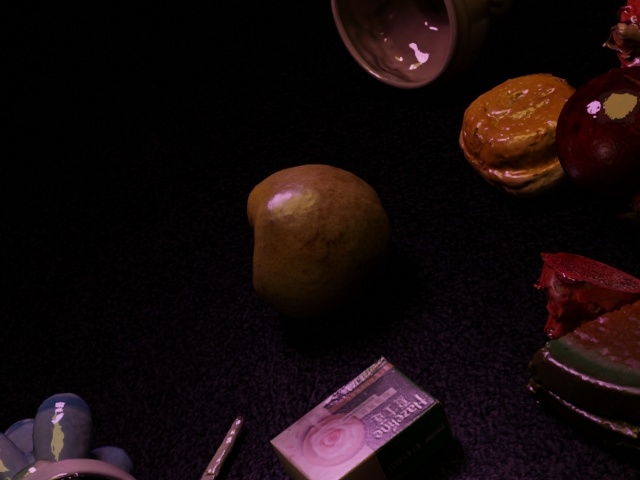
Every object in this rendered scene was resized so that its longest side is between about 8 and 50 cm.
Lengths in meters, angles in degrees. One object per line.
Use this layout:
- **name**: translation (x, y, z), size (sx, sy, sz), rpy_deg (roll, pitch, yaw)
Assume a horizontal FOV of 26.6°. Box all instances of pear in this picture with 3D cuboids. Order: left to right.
- **pear**: translation (0.000, 0.000, 2.014), size (0.211, 0.229, 0.188), rpy_deg (-4, -3, -3)

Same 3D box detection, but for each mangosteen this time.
- **mangosteen**: translation (0.452, -0.120, 1.920), size (0.215, 0.215, 0.258), rpy_deg (-21, 69, 4)

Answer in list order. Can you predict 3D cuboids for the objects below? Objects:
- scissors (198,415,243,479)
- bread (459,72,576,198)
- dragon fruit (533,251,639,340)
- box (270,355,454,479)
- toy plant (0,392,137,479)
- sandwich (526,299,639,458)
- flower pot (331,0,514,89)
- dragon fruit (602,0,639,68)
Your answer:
- **scissors**: translation (-0.151, 0.323, 1.837), size (0.110, 0.021, 0.212), rpy_deg (-1, 41, 33)
- **bread**: translation (0.323, -0.165, 2.114), size (0.198, 0.120, 0.236), rpy_deg (-30, 35, -6)
- **dragon fruit**: translation (0.355, 0.089, 1.806), size (0.153, 0.111, 0.153), rpy_deg (14, 18, -5)
- **box**: translation (0.054, 0.259, 1.757), size (0.199, 0.081, 0.135), rpy_deg (-37, 38, -15)
- **toy plant**: translation (-0.355, 0.334, 1.792), size (0.247, 0.247, 0.332), rpy_deg (-30, 29, -9)
- **sandwich**: translation (0.403, 0.163, 1.654), size (0.212, 0.109, 0.292), rpy_deg (-35, 36, -14)
- **flower pot**: translation (0.196, -0.433, 2.415), size (0.307, 0.308, 0.244), rpy_deg (14, 34, 41)
- **dragon fruit**: translation (0.597, -0.331, 2.038), size (0.342, 0.277, 0.277), rpy_deg (-18, 35, -2)
